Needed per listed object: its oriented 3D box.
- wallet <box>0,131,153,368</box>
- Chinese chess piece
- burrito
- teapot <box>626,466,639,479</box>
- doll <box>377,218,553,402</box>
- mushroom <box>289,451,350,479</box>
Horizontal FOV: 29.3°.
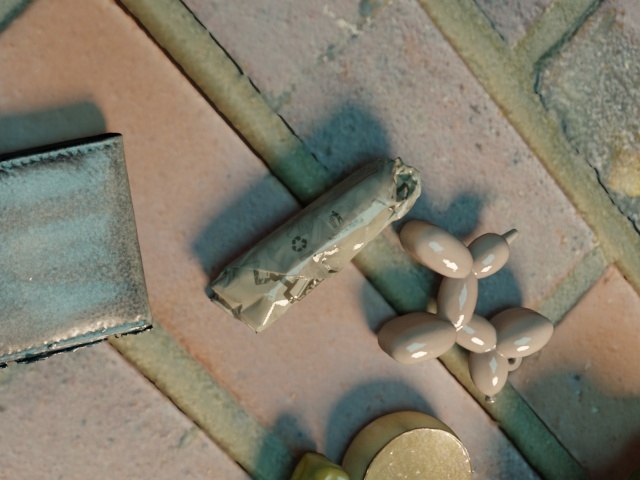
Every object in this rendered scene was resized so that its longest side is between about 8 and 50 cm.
[{"bbox_3d":[-0.245,0.014,0.930,0.222,0.036,0.167,-14,106,-21],"label":"wallet"},{"bbox_3d":[0.076,0.214,1.102,0.122,0.051,0.122,-5,103,-24],"label":"Chinese chess piece"},{"bbox_3d":[0.000,0.001,1.018,0.203,0.064,0.064,-38,113,-10],"label":"burrito"},{"bbox_3d":[0.347,0.329,1.145,0.321,0.239,0.239,-26,99,-11],"label":"teapot"},{"bbox_3d":[0.134,0.065,1.088,0.160,0.059,0.161,7,98,-23],"label":"doll"},{"bbox_3d":[-0.010,0.355,1.079,0.107,0.087,0.333,11,94,-25],"label":"mushroom"}]
